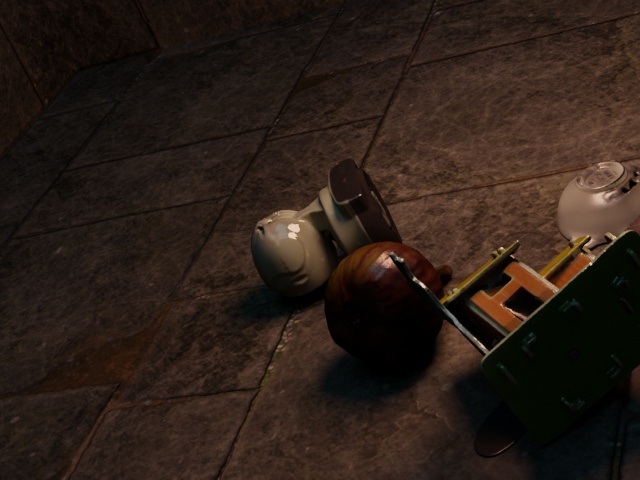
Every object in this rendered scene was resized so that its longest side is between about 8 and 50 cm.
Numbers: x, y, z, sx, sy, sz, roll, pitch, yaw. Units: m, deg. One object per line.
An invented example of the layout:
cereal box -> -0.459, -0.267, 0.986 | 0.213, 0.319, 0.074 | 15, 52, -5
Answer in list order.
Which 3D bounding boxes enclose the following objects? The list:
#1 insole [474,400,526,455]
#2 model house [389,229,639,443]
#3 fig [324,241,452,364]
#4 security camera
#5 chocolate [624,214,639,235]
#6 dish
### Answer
insole -> 0.314, 0.256, 1.972 | 0.080, 0.003, 0.232 | 10, 43, 46
model house -> 0.299, 0.054, 1.930 | 0.300, 0.340, 0.323 | -42, 29, -3
fig -> 0.147, 0.082, 2.227 | 0.217, 0.216, 0.321 | -4, 16, 33
security camera -> 0.000, 0.000, 2.453 | 0.277, 0.191, 0.197 | -27, 30, 8
chocolate -> 0.587, -0.009, 2.065 | 0.112, 0.111, 0.321 | -9, 23, 46
dish -> 0.532, -0.089, 2.308 | 0.228, 0.086, 0.236 | -10, 31, 24
